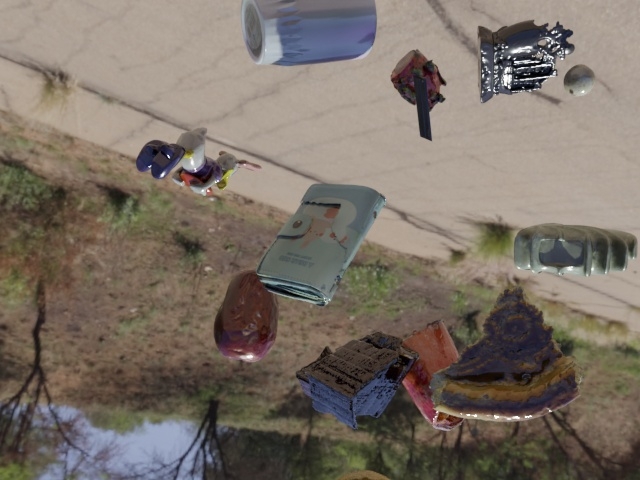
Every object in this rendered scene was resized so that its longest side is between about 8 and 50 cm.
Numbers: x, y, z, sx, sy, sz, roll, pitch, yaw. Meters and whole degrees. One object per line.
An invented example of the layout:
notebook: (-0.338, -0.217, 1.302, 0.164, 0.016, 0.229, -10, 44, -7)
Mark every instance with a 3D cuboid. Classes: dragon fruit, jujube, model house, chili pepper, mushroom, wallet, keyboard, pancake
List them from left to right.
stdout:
jujube: (-0.256, 0.265, 1.962, 0.222, 0.318, 0.223, 7, 163, 2)
wallet: (0.000, 0.000, 1.073, 0.176, 0.250, 0.075, 9, 145, 36)
model house: (0.068, 0.381, 1.646, 0.317, 0.297, 0.282, 21, -175, 41)
dragon fruit: (0.320, -0.503, 1.763, 0.172, 0.160, 0.166, 32, 164, -25)
keyboard: (0.309, -0.396, 1.674, 0.010, 0.198, 0.063, -24, -147, -17)
chili pepper: (0.371, 0.423, 1.769, 0.305, 0.229, 0.251, 58, -170, 30)
pancake: (0.319, 0.202, 0.977, 0.265, 0.245, 0.057, -1, -173, 18)
mushroom: (0.704, -0.430, 1.499, 0.079, 0.085, 0.085, -1, 179, -36)

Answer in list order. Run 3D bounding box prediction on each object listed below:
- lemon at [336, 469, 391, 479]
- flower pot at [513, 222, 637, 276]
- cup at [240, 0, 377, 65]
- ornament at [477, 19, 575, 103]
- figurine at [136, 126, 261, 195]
lemon: (0.130, 0.812, 1.611, 0.292, 0.293, 0.293, 12, 170, 2)
flower pot: (0.860, 0.026, 1.887, 0.367, 0.165, 0.254, 4, -168, 34)
cup: (-0.033, -0.651, 1.662, 0.371, 0.254, 0.253, -16, 180, -20)
ornament: (0.586, -0.519, 1.607, 0.260, 0.106, 0.251, 1, 141, 15)
figurine: (-0.366, -0.245, 1.717, 0.154, 0.193, 0.421, 23, -178, 28)
